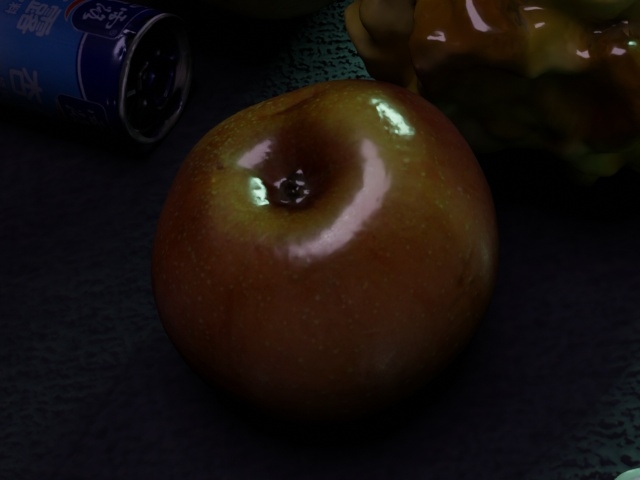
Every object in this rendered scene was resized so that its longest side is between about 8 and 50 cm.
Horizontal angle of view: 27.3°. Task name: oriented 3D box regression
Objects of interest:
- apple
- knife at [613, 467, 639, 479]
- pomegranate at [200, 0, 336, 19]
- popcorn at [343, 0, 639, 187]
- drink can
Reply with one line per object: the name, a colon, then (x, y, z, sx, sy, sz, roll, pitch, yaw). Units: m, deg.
apple: (0.000, 0.000, 0.743, 0.201, 0.162, 0.201, -5, 55, 7)
knife: (0.273, 0.128, 0.665, 0.265, 0.040, 0.073, -9, 79, 5)
pomegranate: (-0.036, -0.302, 0.939, 0.307, 0.307, 0.307, -4, 50, 5)
popcorn: (0.173, -0.171, 0.825, 0.265, 0.225, 0.332, 39, 48, 8)
drink can: (-0.214, -0.141, 0.946, 0.235, 0.097, 0.097, 18, 55, 21)
